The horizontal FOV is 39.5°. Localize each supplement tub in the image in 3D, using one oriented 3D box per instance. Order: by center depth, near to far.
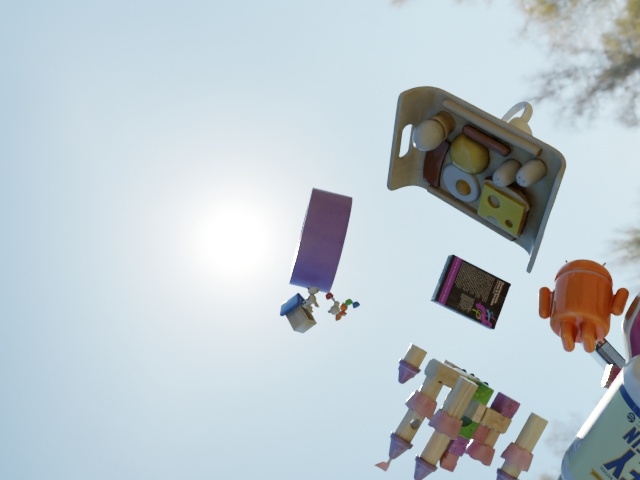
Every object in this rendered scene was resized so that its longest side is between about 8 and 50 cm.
[{"bbox_3d":[0.581,0.392,1.599,0.235,0.324,0.235,19,-153,-10],"label":"supplement tub"}]

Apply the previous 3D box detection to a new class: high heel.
[{"bbox_3d":[0.660,0.207,1.783,0.082,0.117,0.244,72,-140,-80],"label":"high heel"}]

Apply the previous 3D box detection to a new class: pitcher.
[{"bbox_3d":[0.355,-0.194,1.868,0.125,0.207,0.177,38,-128,-20],"label":"pitcher"}]

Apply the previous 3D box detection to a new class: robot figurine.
[{"bbox_3d":[0.559,0.132,1.898,0.128,0.158,0.219,30,-127,-18],"label":"robot figurine"}]

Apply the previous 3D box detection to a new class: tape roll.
[{"bbox_3d":[0.000,0.000,1.671,0.189,0.080,0.189,-165,90,-88],"label":"tape roll"}]

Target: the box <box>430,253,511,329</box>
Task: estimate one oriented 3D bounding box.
[{"bbox_3d":[0.340,0.117,2.008,0.162,0.029,0.116,26,-103,-11],"label":"box"}]

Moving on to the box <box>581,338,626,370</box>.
[{"bbox_3d":[0.800,0.325,2.494,0.159,0.044,0.233,47,-177,3],"label":"box"}]

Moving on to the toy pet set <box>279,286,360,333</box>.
[{"bbox_3d":[-0.010,0.113,1.614,0.122,0.114,0.065,27,-150,-60],"label":"toy pet set"}]

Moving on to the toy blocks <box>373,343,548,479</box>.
[{"bbox_3d":[0.276,0.417,1.957,0.289,0.309,0.260,28,-90,-28],"label":"toy blocks"}]

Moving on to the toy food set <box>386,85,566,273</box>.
[{"bbox_3d":[0.245,-0.097,1.468,0.092,0.306,0.219,-36,-33,-32],"label":"toy food set"}]
